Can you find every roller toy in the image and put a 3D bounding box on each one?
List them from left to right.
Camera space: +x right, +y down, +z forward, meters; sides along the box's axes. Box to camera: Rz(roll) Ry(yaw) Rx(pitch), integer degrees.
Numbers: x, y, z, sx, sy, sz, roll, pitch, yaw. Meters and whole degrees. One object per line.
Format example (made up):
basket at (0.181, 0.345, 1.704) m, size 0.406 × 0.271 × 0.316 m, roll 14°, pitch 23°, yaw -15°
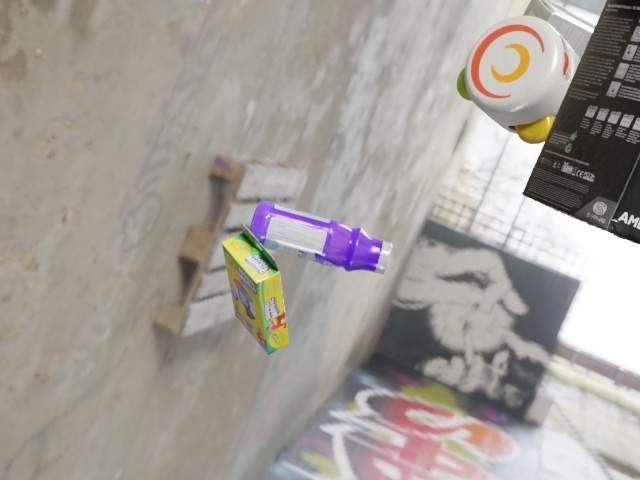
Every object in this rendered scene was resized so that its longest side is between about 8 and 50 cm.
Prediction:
roller toy at (0.373, -0.293, 2.003) m, size 0.191 × 0.209 × 0.146 m, roll -53°, pitch 141°, yaw 8°

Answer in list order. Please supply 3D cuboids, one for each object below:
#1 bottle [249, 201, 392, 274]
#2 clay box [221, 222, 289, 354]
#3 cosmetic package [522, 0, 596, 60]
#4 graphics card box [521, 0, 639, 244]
bottle at (0.000, 0.000, 2.219) m, size 0.118 × 0.282 × 0.092 m, roll 114°, pitch -8°, yaw -83°
clay box at (-0.117, 0.086, 1.982) m, size 0.053 × 0.127 × 0.222 m, roll -27°, pitch 137°, yaw -20°
cosmetic package at (0.517, -0.386, 2.212) m, size 0.107 × 0.238 × 0.127 m, roll -63°, pitch -159°, yaw 25°
graphics card box at (0.448, -0.195, 1.578) m, size 0.371 × 0.094 × 0.233 m, roll -67°, pitch -155°, yaw 5°
